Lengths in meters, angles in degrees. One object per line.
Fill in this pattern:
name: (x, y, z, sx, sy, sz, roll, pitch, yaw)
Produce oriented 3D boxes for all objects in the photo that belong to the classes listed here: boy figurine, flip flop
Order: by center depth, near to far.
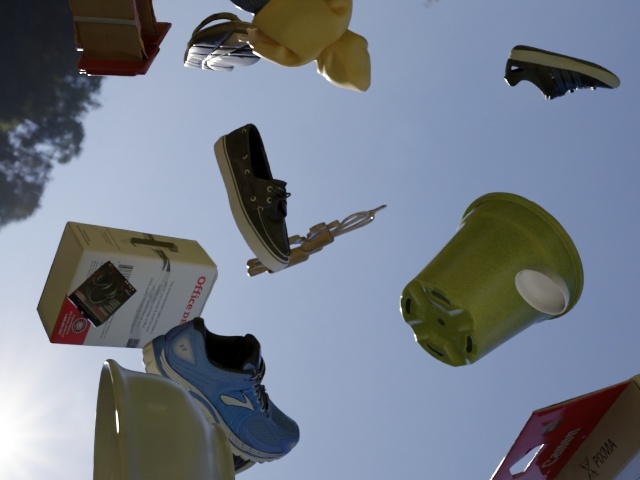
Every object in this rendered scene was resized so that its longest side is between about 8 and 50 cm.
boy figurine: (-0.026, -0.319, 1.208, 0.177, 0.285, 0.092, -46, -157, 18)
flip flop: (-0.162, -0.330, 1.437, 0.277, 0.112, 0.080, -170, -90, -73)

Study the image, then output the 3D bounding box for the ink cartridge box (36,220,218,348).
ink cartridge box: (-0.355, 0.090, 1.623, 0.114, 0.272, 0.197, 47, -61, 47)

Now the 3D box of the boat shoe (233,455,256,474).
boat shoe: (-0.282, 0.496, 1.879, 0.340, 0.113, 0.127, -31, -129, 16)

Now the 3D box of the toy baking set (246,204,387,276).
toy baking set: (-0.005, 0.003, 1.490, 0.196, 0.256, 0.030, -31, -99, 49)

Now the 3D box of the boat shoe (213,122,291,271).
boat shoe: (-0.081, -0.068, 1.237, 0.076, 0.080, 0.229, -33, -120, 22)

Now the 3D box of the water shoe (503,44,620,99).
water shoe: (0.427, -0.288, 1.563, 0.073, 0.203, 0.080, -72, 177, -69)

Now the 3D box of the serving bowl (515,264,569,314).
serving bowl: (0.319, 0.065, 1.245, 0.083, 0.083, 0.027, 16, -128, 45)

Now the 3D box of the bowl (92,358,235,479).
bowl: (-0.176, 0.280, 0.983, 0.298, 0.134, 0.298, 180, -90, -71)

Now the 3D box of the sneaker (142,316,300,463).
sneaker: (-0.132, 0.244, 1.436, 0.147, 0.330, 0.130, -38, -147, 11)

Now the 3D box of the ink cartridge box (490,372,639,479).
ink cartridge box: (0.333, 0.253, 1.042, 0.261, 0.296, 0.066, -17, -124, -20)

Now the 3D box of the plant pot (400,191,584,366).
plant pot: (0.292, 0.090, 1.597, 0.254, 0.276, 0.276, -35, -147, -32)

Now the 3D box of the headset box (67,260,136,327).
headset box: (-0.318, 0.080, 1.270, 0.032, 0.062, 0.083, -27, -163, 51)

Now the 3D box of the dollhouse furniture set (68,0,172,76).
dollhouse furniture set: (-0.431, -0.376, 1.304, 0.373, 0.201, 0.152, 4, -136, 5)
